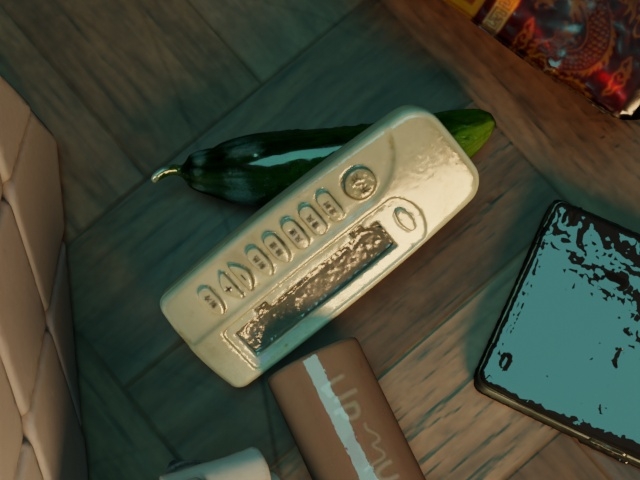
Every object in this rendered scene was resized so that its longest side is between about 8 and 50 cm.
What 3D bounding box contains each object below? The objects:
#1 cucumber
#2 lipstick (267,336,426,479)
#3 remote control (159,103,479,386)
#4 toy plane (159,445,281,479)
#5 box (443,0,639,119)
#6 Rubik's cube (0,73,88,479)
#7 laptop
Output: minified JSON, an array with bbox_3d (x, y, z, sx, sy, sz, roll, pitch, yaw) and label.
[{"bbox_3d":[0.004,-0.056,0.856,0.250,0.056,0.056,-7,78,0],"label":"cucumber"},{"bbox_3d":[0.048,0.193,0.793,0.070,0.070,0.254,-25,79,-3],"label":"lipstick"},{"bbox_3d":[0.000,0.001,0.819,0.230,0.049,0.090,-39,110,7],"label":"remote control"},{"bbox_3d":[-0.087,0.228,0.710,0.252,0.252,0.118,-39,49,-5],"label":"toy plane"},{"bbox_3d":[0.122,-0.300,0.820,0.415,0.116,0.264,35,107,9],"label":"box"},{"bbox_3d":[-0.332,0.059,0.709,0.315,0.322,0.319,-8,80,2],"label":"Rubik's cube"},{"bbox_3d":[0.228,0.078,0.832,0.207,0.026,0.154,25,80,6],"label":"laptop"}]
